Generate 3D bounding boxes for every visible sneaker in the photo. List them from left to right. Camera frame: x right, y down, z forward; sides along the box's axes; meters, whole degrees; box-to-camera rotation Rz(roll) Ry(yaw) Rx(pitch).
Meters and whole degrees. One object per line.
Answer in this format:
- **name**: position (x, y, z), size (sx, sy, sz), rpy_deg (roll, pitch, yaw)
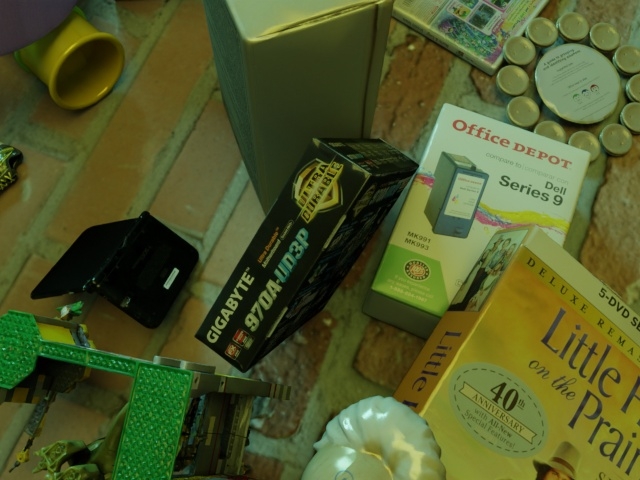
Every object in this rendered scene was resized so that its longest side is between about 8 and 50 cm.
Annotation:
- **sneaker**: position (-0.337, -0.066, 0.752), size (0.035, 0.031, 0.083), rpy_deg (10, 69, 2)

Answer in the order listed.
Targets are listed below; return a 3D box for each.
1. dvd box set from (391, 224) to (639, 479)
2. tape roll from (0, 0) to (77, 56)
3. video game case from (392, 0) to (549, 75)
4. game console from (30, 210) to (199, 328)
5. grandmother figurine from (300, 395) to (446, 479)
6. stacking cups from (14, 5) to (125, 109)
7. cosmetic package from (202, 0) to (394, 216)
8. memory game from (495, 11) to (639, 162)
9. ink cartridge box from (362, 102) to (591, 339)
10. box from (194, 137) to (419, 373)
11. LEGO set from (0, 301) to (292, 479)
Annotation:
- **dvd box set**: position (0.156, 0.243, 0.563), size (0.308, 0.062, 0.420), rpy_deg (40, 73, -13)
- **tape roll**: position (-0.377, -0.289, 0.698), size (0.275, 0.090, 0.274), rpy_deg (5, 52, -6)
- **video game case**: position (0.183, -0.285, 0.851), size (0.143, 0.019, 0.157), rpy_deg (35, 72, 11)
- **game console**: position (-0.192, 0.032, 0.696), size (0.107, 0.071, 0.122), rpy_deg (38, 34, -13)
- **grandmother figurine**: position (-0.052, 0.234, 0.425), size (0.208, 0.104, 0.342), rpy_deg (45, 80, 0)
- **stacking cups**: position (-0.359, -0.271, 0.800), size (0.316, 0.096, 0.096), rpy_deg (39, 74, 15)
- **cosmetic package**: position (-0.029, -0.157, 0.644), size (0.113, 0.309, 0.160), rpy_deg (-20, 72, -7)
- **memory game**: position (0.284, -0.171, 0.803), size (0.186, 0.012, 0.186), rpy_deg (2, 74, -5)
- **ink cartridge box**: position (0.151, -0.006, 0.705), size (0.154, 0.093, 0.212), rpy_deg (22, 69, 7)
- **box**: position (0.000, 0.000, 0.603), size (0.051, 0.220, 0.175), rpy_deg (35, 106, 9)
- **LEGO set**: position (-0.158, 0.218, 0.597), size (0.255, 0.192, 0.331), rpy_deg (-4, 74, 23)
